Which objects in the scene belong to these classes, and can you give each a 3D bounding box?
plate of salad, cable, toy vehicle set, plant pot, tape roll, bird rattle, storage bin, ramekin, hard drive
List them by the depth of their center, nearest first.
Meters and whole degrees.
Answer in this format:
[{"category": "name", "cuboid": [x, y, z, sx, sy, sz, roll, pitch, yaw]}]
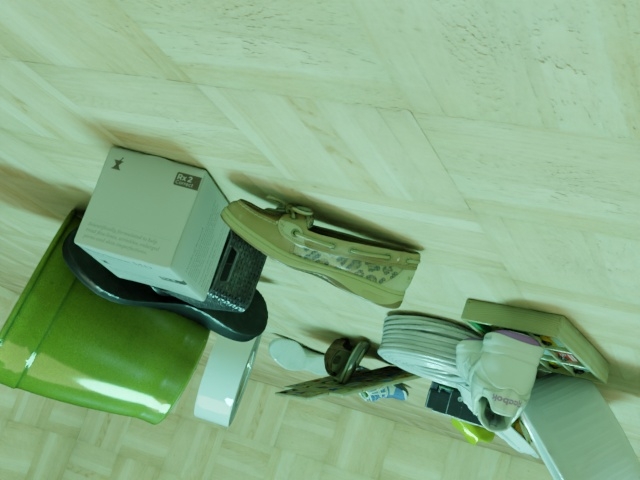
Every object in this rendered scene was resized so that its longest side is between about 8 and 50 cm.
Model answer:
[{"category": "toy vehicle set", "cuboid": [0.360, 0.168, 1.555, 0.166, 0.035, 0.267, 9, 163, 36]}, {"category": "storage bin", "cuboid": [-0.187, 0.050, 1.633, 0.084, 0.122, 0.180, 29, 163, -34]}, {"category": "ramekin", "cuboid": [0.462, 0.360, 1.692, 0.135, 0.277, 0.277, -29, 156, 4]}, {"category": "plate of salad", "cuboid": [0.332, 0.326, 1.740, 0.200, 0.048, 0.200, 42, 175, 5]}, {"category": "cable", "cuboid": [0.236, 0.221, 1.803, 0.257, 0.089, 0.257, 5, 160, 45]}, {"category": "plant pot", "cuboid": [-0.421, 0.183, 1.856, 0.353, 0.366, 0.366, 29, 164, -12]}, {"category": "hard drive", "cuboid": [0.398, 0.348, 1.963, 0.339, 0.064, 0.237, 16, -172, 11]}, {"category": "bird rattle", "cuboid": [0.395, 0.381, 2.244, 0.207, 0.143, 0.253, 1, 147, 20]}, {"category": "tape roll", "cuboid": [-0.248, 0.356, 2.541, 0.100, 0.286, 0.286, 17, 166, 2]}]

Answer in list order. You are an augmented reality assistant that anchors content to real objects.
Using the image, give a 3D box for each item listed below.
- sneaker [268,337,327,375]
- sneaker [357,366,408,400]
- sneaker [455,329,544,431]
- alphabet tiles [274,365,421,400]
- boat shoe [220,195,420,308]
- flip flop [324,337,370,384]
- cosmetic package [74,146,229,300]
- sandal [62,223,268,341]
[{"category": "sneaker", "cuboid": [-0.070, 0.324, 2.640, 0.212, 0.080, 0.094, 26, 176, -32]}, {"category": "sneaker", "cuboid": [0.159, 0.426, 2.698, 0.211, 0.081, 0.080, 23, 164, -23]}, {"category": "sneaker", "cuboid": [0.271, 0.233, 1.528, 0.114, 0.152, 0.305, 16, 167, 3]}, {"category": "alphabet tiles", "cuboid": [0.075, 0.346, 2.296, 0.342, 0.011, 0.285, -9, 180, -30]}, {"category": "boat shoe", "cuboid": [0.000, 0.000, 1.317, 0.285, 0.089, 0.104, 24, -169, -12]}, {"category": "flip flop", "cuboid": [0.047, 0.280, 2.280, 0.080, 0.112, 0.277, 35, 169, -7]}, {"category": "cosmetic package", "cuboid": [-0.233, -0.020, 1.363, 0.151, 0.151, 0.184, 14, 165, 14]}, {"category": "sandal", "cuboid": [-0.268, 0.057, 1.777, 0.445, 0.168, 0.107, 24, 136, -34]}]
